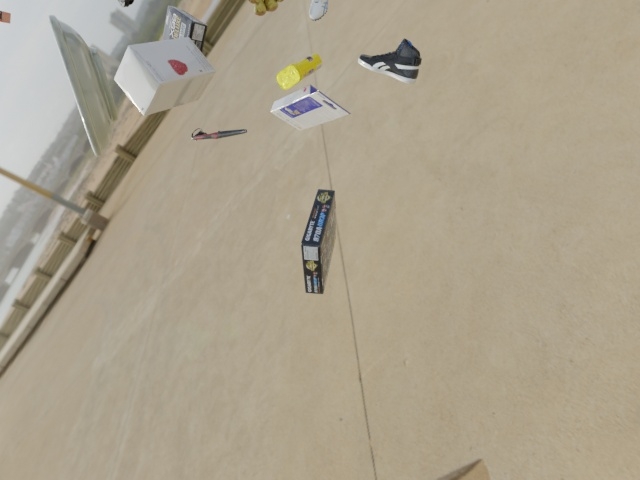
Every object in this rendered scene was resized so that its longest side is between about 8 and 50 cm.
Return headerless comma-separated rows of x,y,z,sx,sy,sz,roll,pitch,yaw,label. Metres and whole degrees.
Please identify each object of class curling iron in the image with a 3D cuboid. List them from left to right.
-0.451,-0.475,1.977,0.273,0.035,0.068,-1,53,19,curling iron

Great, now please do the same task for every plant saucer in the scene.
-0.689,-0.456,1.341,0.100,0.401,0.400,-18,20,-22,plant saucer

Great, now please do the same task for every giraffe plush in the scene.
-0.263,-1.080,1.870,0.181,0.210,0.170,-33,62,-15,giraffe plush

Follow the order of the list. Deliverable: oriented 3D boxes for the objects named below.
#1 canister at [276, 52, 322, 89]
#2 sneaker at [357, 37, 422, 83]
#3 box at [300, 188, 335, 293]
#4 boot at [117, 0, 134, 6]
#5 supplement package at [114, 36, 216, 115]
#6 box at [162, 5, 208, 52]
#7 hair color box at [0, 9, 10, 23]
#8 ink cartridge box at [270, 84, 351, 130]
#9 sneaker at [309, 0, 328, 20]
-0.084,-0.686,1.814,0.126,0.073,0.170,-13,25,47,canister
0.235,-0.611,1.478,0.079,0.216,0.121,-40,-28,-51,sneaker
0.000,0.000,1.166,0.051,0.175,0.220,6,44,9,box
-0.550,-0.872,1.412,0.094,0.207,0.247,32,131,41,boot
-0.574,-0.617,1.676,0.175,0.178,0.293,-37,4,41,supplement package
-0.607,-0.822,1.949,0.242,0.076,0.308,43,124,34,box
-1.298,-0.903,1.795,0.141,0.071,0.043,-133,54,-60,hair color box
-0.043,-0.559,1.889,0.370,0.175,0.069,5,73,54,ink cartridge box
0.001,-1.016,1.838,0.085,0.086,0.238,15,82,26,sneaker
